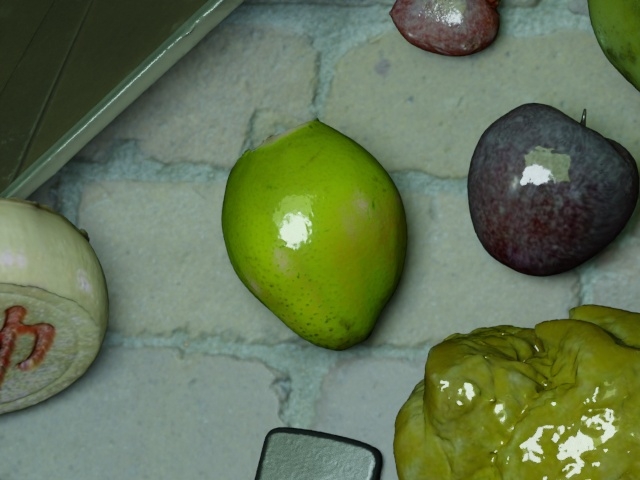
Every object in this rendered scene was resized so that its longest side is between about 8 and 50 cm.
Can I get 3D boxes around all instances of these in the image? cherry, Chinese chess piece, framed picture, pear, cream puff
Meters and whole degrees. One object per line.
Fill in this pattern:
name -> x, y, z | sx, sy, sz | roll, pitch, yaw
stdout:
cherry -> 0.184, -0.249, 1.798 | 0.225, 0.090, 0.107 | -7, 61, 0
Chinese chess piece -> -0.347, 0.070, 1.708 | 0.270, 0.270, 0.112 | -19, 56, 5
framed picture -> -0.283, -0.219, 1.824 | 0.446, 0.028, 0.326 | -42, 47, 2
pear -> 0.000, 0.000, 1.716 | 0.187, 0.187, 0.219 | -28, 84, 2
cream puff -> 0.219, 0.163, 1.528 | 0.270, 0.323, 0.274 | 44, 101, -3
cherry -> 0.223, -0.052, 1.699 | 0.176, 0.140, 0.176 | 0, 88, 6

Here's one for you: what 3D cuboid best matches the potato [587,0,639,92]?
potato -> 0.401, -0.211, 1.680 | 0.304, 0.216, 0.216 | 40, 84, 9

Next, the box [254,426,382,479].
box -> -0.006, 0.254, 1.716 | 0.126, 0.027, 0.125 | 9, 73, 15
